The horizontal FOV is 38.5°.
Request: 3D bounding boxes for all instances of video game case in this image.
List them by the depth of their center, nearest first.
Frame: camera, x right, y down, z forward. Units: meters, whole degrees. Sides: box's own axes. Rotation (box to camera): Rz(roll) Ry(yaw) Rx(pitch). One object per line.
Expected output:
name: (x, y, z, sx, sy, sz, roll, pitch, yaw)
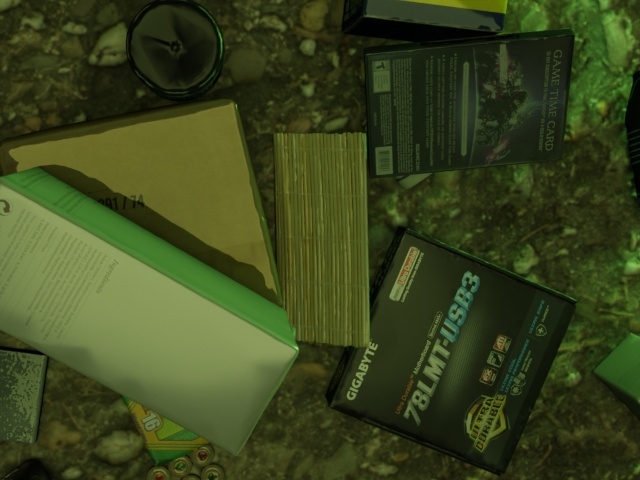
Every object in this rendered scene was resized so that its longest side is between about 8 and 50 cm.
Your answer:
video game case: (0.199, -0.182, 1.244, 0.274, 0.026, 0.196, -6, 128, -1)

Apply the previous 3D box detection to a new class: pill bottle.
pill bottle: (-0.190, -0.249, 1.225, 0.122, 0.219, 0.123, -1, 96, -6)

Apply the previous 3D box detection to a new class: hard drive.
hard drive: (-0.455, 0.225, 1.343, 0.094, 0.022, 0.135, 9, 95, -7)

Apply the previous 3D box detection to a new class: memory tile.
memory tile: (-0.189, 0.391, 1.396, 0.113, 0.012, 0.148, -26, 99, -3)

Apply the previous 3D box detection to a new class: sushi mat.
sushi mat: (0.000, 0.000, 1.339, 0.151, 0.019, 0.317, 1, 96, 23)

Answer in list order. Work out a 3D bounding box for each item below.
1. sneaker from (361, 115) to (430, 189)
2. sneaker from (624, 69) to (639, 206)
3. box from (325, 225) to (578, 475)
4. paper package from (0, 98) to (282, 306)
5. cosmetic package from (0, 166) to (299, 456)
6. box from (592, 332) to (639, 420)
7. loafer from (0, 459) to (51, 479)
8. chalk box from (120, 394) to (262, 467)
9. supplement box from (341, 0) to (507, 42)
sneaker: (0.190, -0.218, 1.335, 0.282, 0.102, 0.161, -36, 96, -2)
sneaker: (0.509, -0.148, 1.394, 0.081, 0.090, 0.232, -10, 118, -7)
box: (0.197, 0.167, 1.390, 0.293, 0.073, 0.296, 24, 92, -9)
paper package: (-0.242, -0.023, 1.270, 0.324, 0.168, 0.310, -13, 99, -6)
cosmetic package: (-0.227, 0.075, 1.094, 0.385, 0.217, 0.156, 32, 94, -8)
box: (0.513, 0.229, 1.381, 0.130, 0.170, 0.091, 44, 91, -9)
loafer: (-0.505, 0.443, 1.339, 0.302, 0.095, 0.109, -40, 129, 3)
chalk box: (-0.163, 0.207, 1.319, 0.213, 0.132, 0.132, -25, 99, -3)
supplement box: (0.151, -0.462, 1.255, 0.195, 0.194, 0.357, 5, 95, -7)
